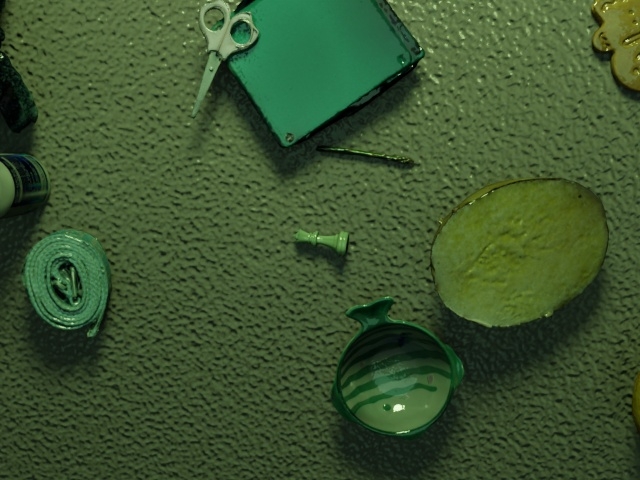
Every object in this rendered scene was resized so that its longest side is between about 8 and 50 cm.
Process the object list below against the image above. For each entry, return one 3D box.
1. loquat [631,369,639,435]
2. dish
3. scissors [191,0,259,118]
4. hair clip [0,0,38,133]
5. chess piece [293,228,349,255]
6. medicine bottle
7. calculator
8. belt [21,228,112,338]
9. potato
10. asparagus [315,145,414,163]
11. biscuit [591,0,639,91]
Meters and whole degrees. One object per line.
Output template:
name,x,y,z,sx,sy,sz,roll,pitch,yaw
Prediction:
loquat,0.626,0.245,1.045,0.275,0.275,0.274,0,98,3
dish,0.119,0.209,1.162,0.224,0.078,0.246,-18,97,5
scissors,-0.169,-0.281,1.088,0.100,0.015,0.188,24,101,-1
hair clip,-0.549,-0.314,1.061,0.195,0.206,0.310,-10,97,4
chess piece,0.000,0.000,1.160,0.093,0.042,0.042,8,98,7
medicine bottle,-0.521,-0.086,1.099,0.107,0.191,0.106,0,98,3
calculator,-0.011,-0.310,1.106,0.274,0.058,0.248,-36,93,8
belt,-0.427,0.066,1.172,0.148,0.082,0.162,17,95,-10
potato,0.304,0.014,1.108,0.299,0.116,0.239,-17,103,-6
asparagus,0.074,-0.144,1.148,0.166,0.016,0.013,8,65,3
biscuit,0.501,-0.321,1.092,0.134,0.027,0.183,-10,97,3
